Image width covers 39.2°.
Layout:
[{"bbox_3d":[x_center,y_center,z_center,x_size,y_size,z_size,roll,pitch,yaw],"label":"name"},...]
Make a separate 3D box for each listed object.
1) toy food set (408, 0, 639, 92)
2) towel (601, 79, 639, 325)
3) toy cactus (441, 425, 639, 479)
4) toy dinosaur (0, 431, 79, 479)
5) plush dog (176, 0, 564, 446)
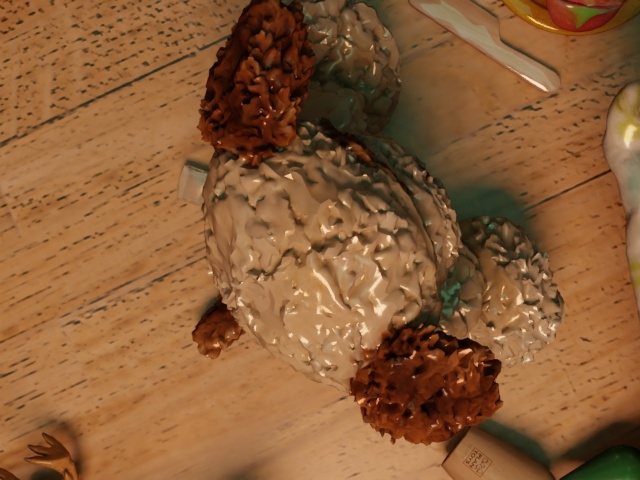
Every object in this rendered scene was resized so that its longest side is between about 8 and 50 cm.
[{"bbox_3d":[0.171,-0.202,0.558,0.128,0.071,0.218,41,91,2],"label":"toy food set"},{"bbox_3d":[0.331,0.082,0.481,0.320,0.090,0.375,-7,84,-21],"label":"towel"},{"bbox_3d":[0.152,0.187,0.547,0.180,0.112,0.219,37,99,11],"label":"toy cactus"},{"bbox_3d":[-0.180,0.189,0.579,0.211,0.064,0.112,12,117,-4],"label":"toy dinosaur"},{"bbox_3d":[0.000,0.000,0.482,0.210,0.225,0.262,-34,89,1],"label":"plush dog"}]
